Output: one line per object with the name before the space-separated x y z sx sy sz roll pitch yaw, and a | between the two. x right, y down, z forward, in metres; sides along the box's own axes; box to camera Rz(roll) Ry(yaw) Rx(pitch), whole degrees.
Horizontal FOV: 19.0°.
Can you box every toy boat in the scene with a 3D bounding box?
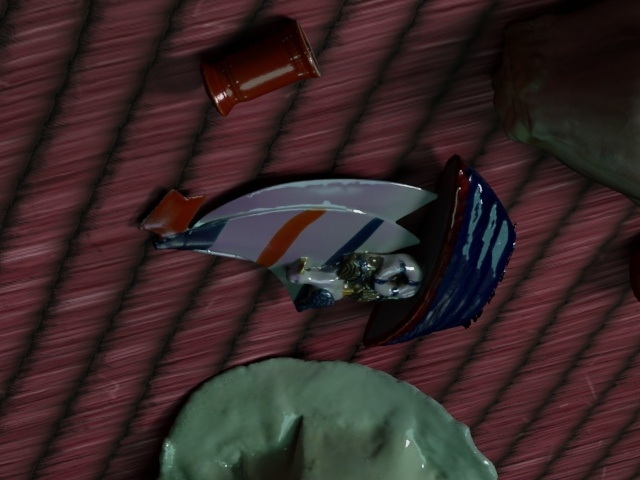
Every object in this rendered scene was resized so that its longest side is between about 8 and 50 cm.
toy boat | 0.026 -0.012 1.578 0.318 0.072 0.219 30 125 -34

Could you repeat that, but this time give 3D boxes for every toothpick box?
toothpick box | -0.046 -0.126 1.401 0.083 0.047 0.047 -22 143 6

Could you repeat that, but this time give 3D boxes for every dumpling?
dumpling | -0.012 0.255 1.787 0.320 0.270 0.212 -48 163 -1

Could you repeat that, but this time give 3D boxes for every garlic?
garlic | 0.318 -0.059 1.495 0.246 0.231 0.340 -34 135 15

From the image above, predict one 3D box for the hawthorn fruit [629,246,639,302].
hawthorn fruit | 0.322 0.028 1.734 0.093 0.093 0.093 -12 142 -9
